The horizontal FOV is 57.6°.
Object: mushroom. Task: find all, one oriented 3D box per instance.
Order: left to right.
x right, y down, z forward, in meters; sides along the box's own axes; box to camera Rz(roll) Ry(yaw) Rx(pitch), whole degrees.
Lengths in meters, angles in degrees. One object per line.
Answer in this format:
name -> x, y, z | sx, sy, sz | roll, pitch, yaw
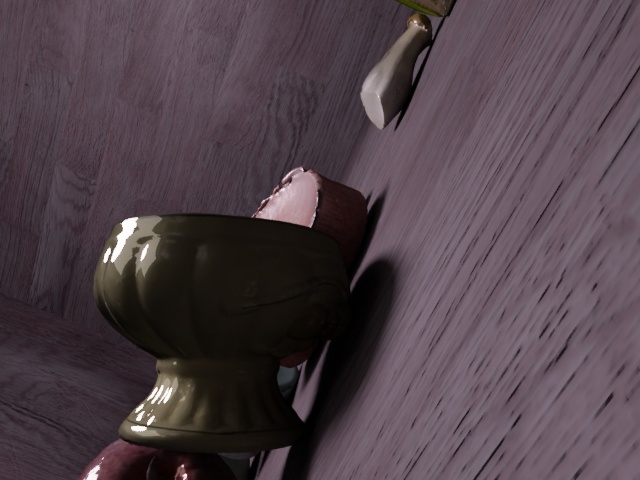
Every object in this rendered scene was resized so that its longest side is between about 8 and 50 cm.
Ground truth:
mushroom -> 0.154, -0.331, 1.144 | 0.225, 0.093, 0.116 | -58, 11, -6

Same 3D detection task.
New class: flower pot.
flower pot -> -0.114, 0.112, 0.697 | 0.307, 0.307, 0.244 | 128, 145, -80

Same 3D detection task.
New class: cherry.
cherry -> -0.195, 0.347, 0.693 | 0.236, 0.212, 0.286 | -96, 8, -56

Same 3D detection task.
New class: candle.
candle -> -0.053, 0.044, 0.983 | 0.287, 0.131, 0.317 | 19, 86, 60

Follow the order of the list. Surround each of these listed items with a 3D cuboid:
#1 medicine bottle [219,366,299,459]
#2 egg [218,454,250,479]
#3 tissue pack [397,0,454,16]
medicine bottle -> -0.127, 0.279, 1.016 | 0.135, 0.135, 0.169 | -73, 6, -67
egg -> -0.222, 0.431, 1.077 | 0.183, 0.182, 0.264 | -66, -4, 24
tissue pack -> 0.179, -0.547, 1.126 | 0.275, 0.200, 0.167 | -72, 7, -65
